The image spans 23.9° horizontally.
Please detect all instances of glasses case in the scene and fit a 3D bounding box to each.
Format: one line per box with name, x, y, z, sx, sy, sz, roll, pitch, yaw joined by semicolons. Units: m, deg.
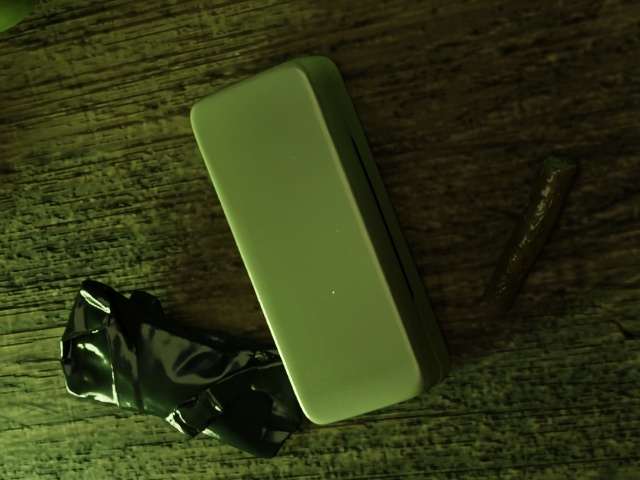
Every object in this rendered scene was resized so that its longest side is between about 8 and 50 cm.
glasses case;0.000;0.000;1.337;0.131;0.070;0.313;-21;92;26

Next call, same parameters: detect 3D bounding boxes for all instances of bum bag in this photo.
bum bag;-0.134;0.125;1.431;0.248;0.060;0.123;18;107;19

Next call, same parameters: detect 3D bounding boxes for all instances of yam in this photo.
yam;0.177;-0.005;1.279;0.032;0.032;0.145;30;113;16

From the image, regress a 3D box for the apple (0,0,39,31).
apple;-0.383;-0.293;1.350;0.291;0.292;0.254;-9;107;26
